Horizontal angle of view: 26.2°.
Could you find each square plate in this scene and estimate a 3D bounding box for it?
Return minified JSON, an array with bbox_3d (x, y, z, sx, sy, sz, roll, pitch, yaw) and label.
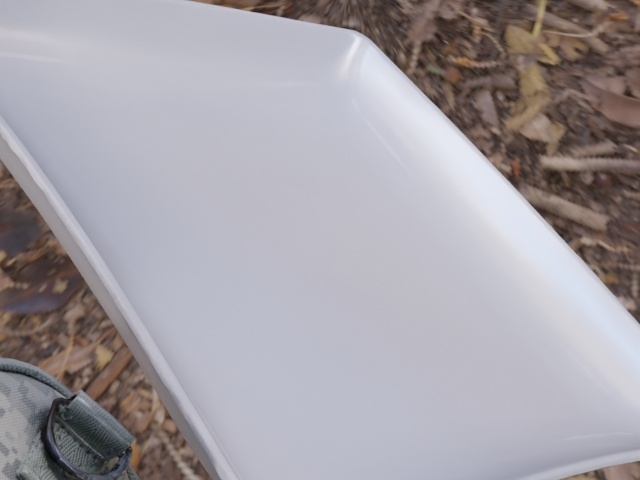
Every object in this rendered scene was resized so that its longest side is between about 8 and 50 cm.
[{"bbox_3d":[0.000,0.000,0.671,0.344,0.347,0.049,51,122,28],"label":"square plate"}]

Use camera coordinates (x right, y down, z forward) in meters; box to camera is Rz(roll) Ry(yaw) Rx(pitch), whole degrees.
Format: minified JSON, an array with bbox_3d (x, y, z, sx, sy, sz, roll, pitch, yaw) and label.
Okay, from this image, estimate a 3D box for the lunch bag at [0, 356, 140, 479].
[{"bbox_3d":[-0.231,0.175,0.528,0.305,0.256,0.212,-18,119,35],"label":"lunch bag"}]
